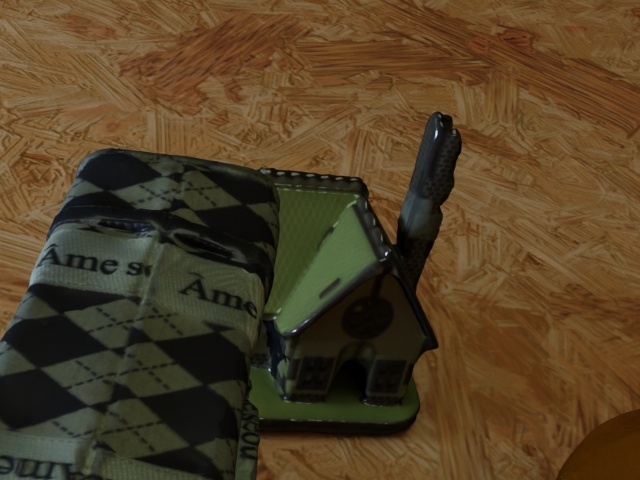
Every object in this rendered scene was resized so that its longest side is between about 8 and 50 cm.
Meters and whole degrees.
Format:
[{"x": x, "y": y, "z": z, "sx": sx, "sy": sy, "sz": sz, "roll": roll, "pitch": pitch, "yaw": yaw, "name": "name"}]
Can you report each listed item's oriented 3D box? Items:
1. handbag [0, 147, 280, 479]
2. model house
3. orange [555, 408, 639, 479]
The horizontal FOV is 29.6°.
[{"x": -0.130, "y": 0.184, "z": 0.709, "sx": 0.180, "sy": 0.317, "sz": 0.416, "roll": 13, "pitch": 38, "yaw": -3, "name": "handbag"}, {"x": 0.000, "y": 0.000, "z": 1.046, "sx": 0.218, "sy": 0.279, "sz": 0.205, "roll": 3, "pitch": 33, "yaw": -18, "name": "model house"}, {"x": 0.292, "y": 0.215, "z": 0.913, "sx": 0.249, "sy": 0.183, "sz": 0.249, "roll": 11, "pitch": 34, "yaw": -7, "name": "orange"}]
